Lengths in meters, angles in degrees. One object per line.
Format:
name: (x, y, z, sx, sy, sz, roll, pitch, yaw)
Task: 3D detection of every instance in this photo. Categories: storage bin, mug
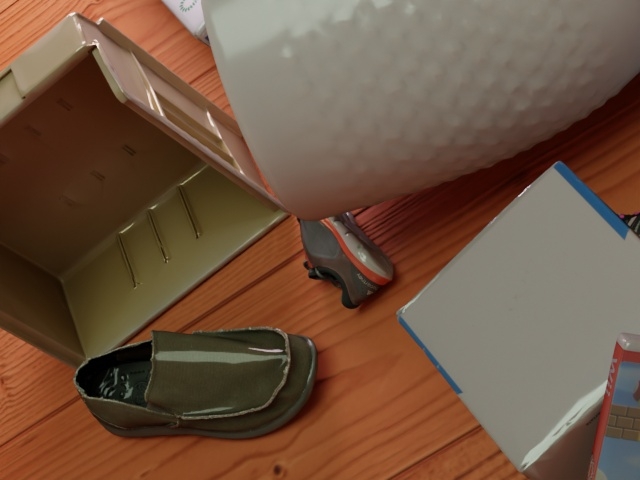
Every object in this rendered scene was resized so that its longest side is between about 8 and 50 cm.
storage bin: (-0.218, -0.042, 1.714, 0.262, 0.260, 0.123, -37, 48, 16)
mug: (0.105, -0.217, 1.587, 0.328, 0.276, 0.374, -17, 29, 14)

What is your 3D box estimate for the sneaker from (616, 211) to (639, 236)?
sneaker: (0.240, -0.002, 1.498, 0.170, 0.063, 0.074, -39, 58, 20)

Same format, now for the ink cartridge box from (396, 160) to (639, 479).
ink cartridge box: (0.209, 0.092, 1.365, 0.168, 0.233, 0.171, -45, 50, 7)

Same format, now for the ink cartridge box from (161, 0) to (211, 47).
ink cartridge box: (-0.076, -0.392, 1.903, 0.324, 0.071, 0.330, -48, 47, 8)

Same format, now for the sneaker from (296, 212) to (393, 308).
sneaker: (0.000, 0.000, 1.670, 0.065, 0.061, 0.158, -50, 49, 14)

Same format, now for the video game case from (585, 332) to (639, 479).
video game case: (0.267, 0.213, 1.246, 0.025, 0.204, 0.285, -109, 29, -76)

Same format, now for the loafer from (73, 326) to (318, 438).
loafer: (-0.117, 0.127, 1.671, 0.251, 0.087, 0.094, -14, 61, 30)
